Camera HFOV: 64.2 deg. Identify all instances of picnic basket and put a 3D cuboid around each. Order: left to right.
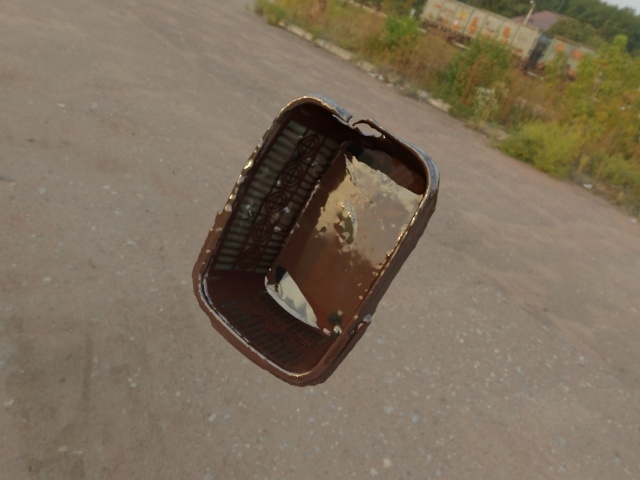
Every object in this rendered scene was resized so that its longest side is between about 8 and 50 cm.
[{"bbox_3d":[0.000,0.000,0.599,0.222,0.297,0.129,35,13,19],"label":"picnic basket"}]
